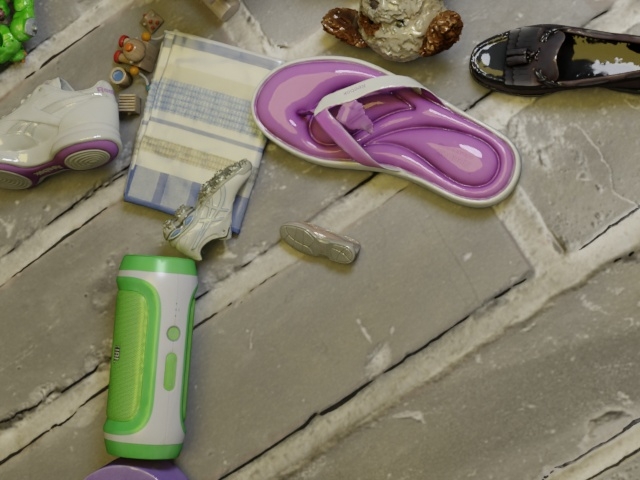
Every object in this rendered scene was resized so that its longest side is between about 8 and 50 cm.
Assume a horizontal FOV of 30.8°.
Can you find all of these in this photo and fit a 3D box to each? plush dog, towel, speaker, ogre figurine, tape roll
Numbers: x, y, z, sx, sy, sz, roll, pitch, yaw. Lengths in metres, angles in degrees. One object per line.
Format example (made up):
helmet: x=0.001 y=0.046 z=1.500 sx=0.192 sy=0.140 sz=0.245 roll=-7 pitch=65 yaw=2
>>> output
plush dog: x=0.117 y=-0.375 z=1.703 sx=0.262 sy=0.210 sz=0.225 roll=13 pitch=104 yaw=39
towel: x=-0.181 y=-0.172 z=1.806 sx=0.209 sy=0.034 sz=0.285 roll=16 pitch=91 yaw=11
speaker: x=-0.254 y=0.173 z=1.746 sx=0.131 sy=0.131 sz=0.296 roll=3 pitch=86 yaw=13
ogre figurine: x=-0.526 y=-0.337 z=1.868 sx=0.197 sy=0.097 sz=0.118 roll=-29 pitch=68 yaw=-2
tape roll: x=-0.280 y=0.420 z=1.742 sx=0.189 sy=0.080 sz=0.189 roll=1 pitch=94 yaw=14

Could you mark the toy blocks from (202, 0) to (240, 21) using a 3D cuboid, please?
toy blocks: x=-0.162 y=-0.525 z=1.688 sx=0.288 sy=0.309 sz=0.260 roll=-43 pitch=84 yaw=6

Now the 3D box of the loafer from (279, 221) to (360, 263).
loafer: x=0.000 y=0.000 z=1.752 sx=0.125 sy=0.039 sz=0.045 roll=20 pitch=123 yaw=17

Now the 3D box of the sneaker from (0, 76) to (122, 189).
sneaker: x=-0.447 y=-0.170 z=1.837 sx=0.305 sy=0.114 sz=0.152 roll=-10 pitch=67 yaw=16

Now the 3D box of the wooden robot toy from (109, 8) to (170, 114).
wooden robot toy: x=-0.297 y=-0.287 z=1.818 sx=0.076 sy=0.079 sz=0.173 roll=18 pitch=89 yaw=14

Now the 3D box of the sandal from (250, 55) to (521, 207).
sandal: x=0.096 y=-0.173 z=1.699 sx=0.416 sy=0.102 sz=0.169 roll=17 pitch=87 yaw=9

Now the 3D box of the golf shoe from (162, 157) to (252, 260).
golf shoe: x=-0.155 y=-0.046 z=1.759 sx=0.176 sy=0.069 sz=0.086 roll=-44 pitch=105 yaw=7

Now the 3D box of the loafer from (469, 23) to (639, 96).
loafer: x=0.361 y=-0.263 z=1.657 sx=0.302 sy=0.095 sz=0.109 roll=4 pitch=86 yaw=13
